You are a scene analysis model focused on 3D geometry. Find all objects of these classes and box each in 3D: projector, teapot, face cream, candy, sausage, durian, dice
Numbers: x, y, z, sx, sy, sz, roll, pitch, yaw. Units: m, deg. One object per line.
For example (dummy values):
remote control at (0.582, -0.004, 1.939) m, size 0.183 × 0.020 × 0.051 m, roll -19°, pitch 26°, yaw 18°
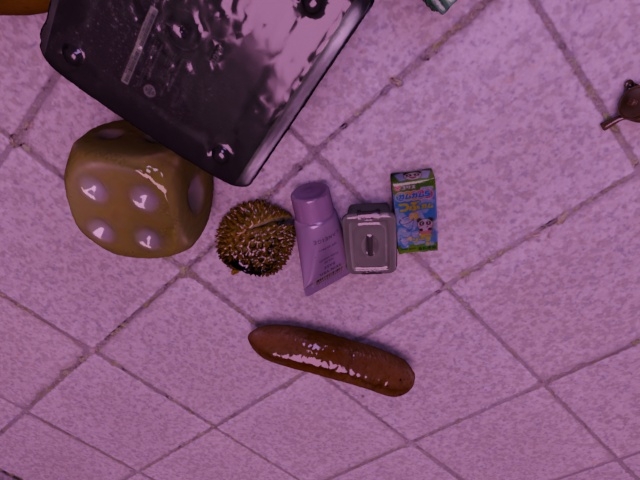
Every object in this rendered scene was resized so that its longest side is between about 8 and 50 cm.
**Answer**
projector at (-0.180, -0.359, 0.719) m, size 0.405 × 0.242 × 0.395 m, roll 33°, pitch 122°, yaw -12°
teapot at (0.611, -0.261, 0.874) m, size 0.080 × 0.084 × 0.110 m, roll 3°, pitch 156°, yaw -23°
face cream at (0.000, 0.000, 1.065) m, size 0.154 × 0.096 × 0.273 m, roll -29°, pitch 126°, yaw -22°
candy at (0.218, -0.064, 1.027) m, size 0.098 × 0.062 × 0.194 m, roll -6°, pitch 121°, yaw 10°
sausage at (0.036, 0.335, 1.270) m, size 0.502 × 0.123 × 0.136 m, roll 17°, pitch 152°, yaw -6°
durian at (-0.172, 0.024, 1.075) m, size 0.194 × 0.137 × 0.237 m, roll 26°, pitch 122°, yaw -11°
dice at (-0.377, -0.114, 0.954) m, size 0.234 × 0.226 × 0.238 m, roll 5°, pitch 125°, yaw 4°

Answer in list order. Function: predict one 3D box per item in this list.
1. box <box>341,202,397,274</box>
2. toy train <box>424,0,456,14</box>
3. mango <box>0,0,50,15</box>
box at (0.118, -0.011, 1.051) m, size 0.124 × 0.092 × 0.172 m, roll -2°, pitch 122°, yaw 7°
toy train at (0.187, -0.515, 0.687) m, size 0.266 × 0.145 × 0.202 m, roll 41°, pitch 121°, yaw -19°
mango at (-0.565, -0.518, 0.711) m, size 0.446 × 0.232 × 0.299 m, roll -1°, pitch 126°, yaw 19°
